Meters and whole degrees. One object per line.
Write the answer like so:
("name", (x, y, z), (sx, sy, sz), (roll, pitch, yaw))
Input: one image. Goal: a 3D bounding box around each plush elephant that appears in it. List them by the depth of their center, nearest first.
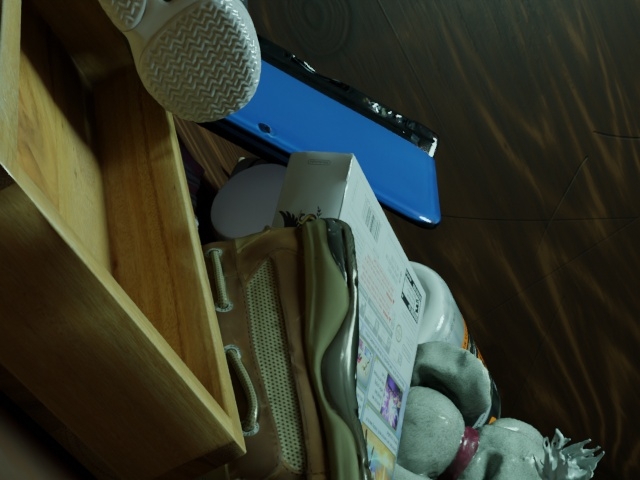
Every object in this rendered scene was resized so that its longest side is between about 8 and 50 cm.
("plush elephant", (0.150, 0.279, 1.111), (0.255, 0.272, 0.330), (29, -43, 16))

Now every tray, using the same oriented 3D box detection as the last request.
("tray", (-0.153, -0.072, 0.554), (0.203, 0.076, 0.411), (59, 6, -40))

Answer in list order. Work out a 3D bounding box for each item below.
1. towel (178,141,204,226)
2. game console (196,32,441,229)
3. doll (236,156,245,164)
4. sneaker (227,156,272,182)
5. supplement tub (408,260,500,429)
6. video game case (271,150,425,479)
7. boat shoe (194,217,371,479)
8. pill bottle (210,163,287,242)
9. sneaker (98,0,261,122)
("towel", (-0.152, -0.083, 0.873), (0.144, 0.029, 0.197), (61, 6, -23))
("game console", (-0.040, -0.092, 0.970), (0.293, 0.173, 0.250), (28, -31, -11))
("doll", (-0.087, -0.055, 1.311), (0.189, 0.046, 0.129), (-102, 166, -70))
("sneaker", (0.000, 0.000, 1.197), (0.321, 0.127, 0.126), (49, 54, -55))
("supplement tub", (0.142, 0.207, 1.406), (0.338, 0.207, 0.207), (60, 6, -40))
("video game case", (0.013, 0.099, 0.791), (0.269, 0.061, 0.244), (56, 41, -57))
("boat shoe", (-0.034, 0.121, 0.546), (0.324, 0.120, 0.122), (-91, -179, -46))
("pill bottle", (-0.015, 0.039, 0.987), (0.264, 0.146, 0.146), (58, 8, -47))
("sneaker", (-0.123, -0.221, 0.663), (0.153, 0.101, 0.268), (-107, 176, -66))
